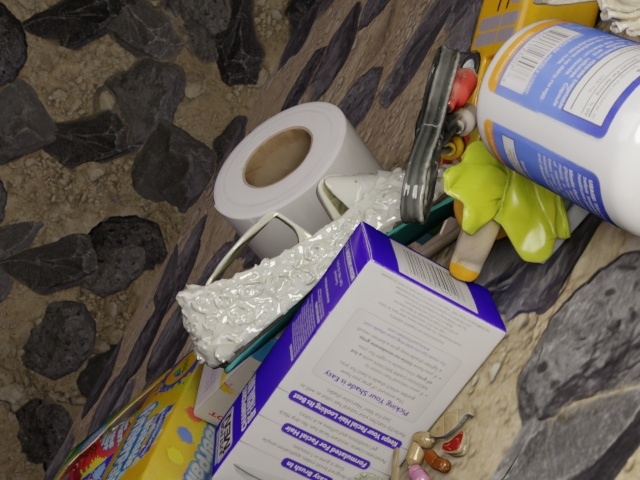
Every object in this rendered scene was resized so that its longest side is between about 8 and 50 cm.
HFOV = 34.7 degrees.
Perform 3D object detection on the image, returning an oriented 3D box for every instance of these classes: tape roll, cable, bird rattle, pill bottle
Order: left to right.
[{"bbox_3d":[-0.023,-0.075,1.607,0.246,0.169,0.246,-24,38,20],"label":"tape roll"},{"bbox_3d":[0.138,-0.120,1.111,0.287,0.072,0.139,-70,-12,-62],"label":"cable"},{"bbox_3d":[0.192,-0.071,1.143,0.253,0.143,0.207,-77,5,-49],"label":"bird rattle"},{"bbox_3d":[0.271,-0.090,0.883,0.152,0.152,0.272,-60,37,7],"label":"pill bottle"}]

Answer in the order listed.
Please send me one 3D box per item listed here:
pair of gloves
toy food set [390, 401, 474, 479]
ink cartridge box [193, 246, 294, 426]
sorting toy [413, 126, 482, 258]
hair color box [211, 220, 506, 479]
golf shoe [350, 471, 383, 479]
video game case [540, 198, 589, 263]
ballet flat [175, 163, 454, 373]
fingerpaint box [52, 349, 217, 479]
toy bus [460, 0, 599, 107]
[{"bbox_3d":[0.333,-0.230,0.973,0.240,0.204,0.042,-128,30,-69],"label":"pair of gloves"},{"bbox_3d":[0.125,0.232,1.110,0.122,0.019,0.078,-37,29,38],"label":"toy food set"},{"bbox_3d":[-0.042,0.163,1.438,0.232,0.171,0.168,-45,24,42],"label":"ink cartridge box"},{"bbox_3d":[0.183,-0.078,1.388,0.193,0.038,0.208,-40,27,51],"label":"sorting toy"},{"bbox_3d":[0.036,0.166,1.183,0.339,0.185,0.110,-55,18,19],"label":"hair color box"},{"bbox_3d":[0.018,0.345,1.165,0.176,0.069,0.086,-65,11,-15],"label":"golf shoe"},{"bbox_3d":[0.283,-0.090,1.138,0.190,0.022,0.173,-53,19,26],"label":"video game case"},{"bbox_3d":[0.000,0.000,1.243,0.409,0.147,0.147,-35,15,-8],"label":"ballet flat"},{"bbox_3d":[-0.279,0.382,1.524,0.371,0.163,0.445,-39,12,20],"label":"fingerpaint box"},{"bbox_3d":[0.275,-0.304,1.263,0.130,0.108,0.332,6,80,67],"label":"toy bus"}]
